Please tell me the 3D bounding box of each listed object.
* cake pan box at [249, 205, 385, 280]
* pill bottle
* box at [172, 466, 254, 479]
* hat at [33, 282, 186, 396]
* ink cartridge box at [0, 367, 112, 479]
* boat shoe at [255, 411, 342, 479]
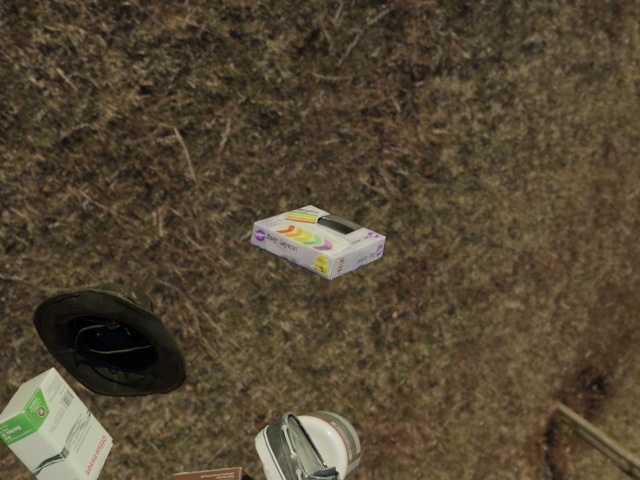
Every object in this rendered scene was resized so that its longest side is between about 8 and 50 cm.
[{"bbox_3d":[0.000,0.000,1.911,0.267,0.245,0.070,-19,129,-54],"label":"cake pan box"},{"bbox_3d":[-0.008,0.549,1.979,0.210,0.210,0.363,-54,165,-1],"label":"pill bottle"},{"bbox_3d":[-0.223,0.618,1.648,0.168,0.167,0.203,65,21,-49],"label":"box"},{"bbox_3d":[-0.416,0.181,1.588,0.134,0.331,0.331,-79,171,-48],"label":"hat"},{"bbox_3d":[-0.521,0.382,1.512,0.087,0.153,0.208,-28,109,14],"label":"ink cartridge box"},{"bbox_3d":[-0.007,0.457,1.414,0.102,0.301,0.108,-43,151,18],"label":"boat shoe"}]
